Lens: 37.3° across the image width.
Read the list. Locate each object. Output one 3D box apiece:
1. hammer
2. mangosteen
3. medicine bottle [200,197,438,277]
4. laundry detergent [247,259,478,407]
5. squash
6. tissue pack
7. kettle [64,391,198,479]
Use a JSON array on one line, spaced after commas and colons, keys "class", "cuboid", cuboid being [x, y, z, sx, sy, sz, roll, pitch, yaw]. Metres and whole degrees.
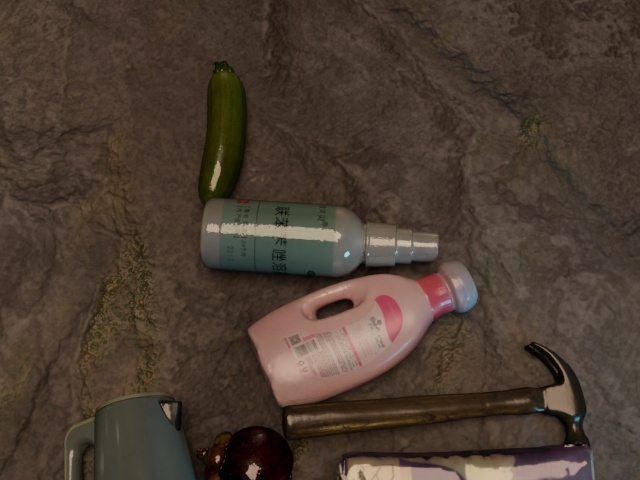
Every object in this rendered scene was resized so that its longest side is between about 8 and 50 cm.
[{"class": "hammer", "cuboid": [0.165, 0.242, 1.351, 0.440, 0.044, 0.168, -4, 70, -10]}, {"class": "mangosteen", "cuboid": [-0.108, 0.316, 1.312, 0.140, 0.140, 0.140, 0, 71, 1]}, {"class": "medicine bottle", "cuboid": [0.000, 0.000, 1.428, 0.352, 0.110, 0.110, 4, 71, 2]}, {"class": "laundry detergent", "cuboid": [0.068, 0.124, 1.400, 0.335, 0.088, 0.159, -23, 68, -8]}, {"class": "squash", "cuboid": [-0.153, -0.171, 1.514, 0.069, 0.069, 0.258, 3, 71, 2]}, {"class": "tissue pack", "cuboid": [0.193, 0.399, 1.269, 0.344, 0.125, 0.242, -3, 82, 0]}, {"class": "kettle", "cuboid": [-0.262, 0.348, 1.311, 0.211, 0.160, 0.243, -26, 63, 22]}]
